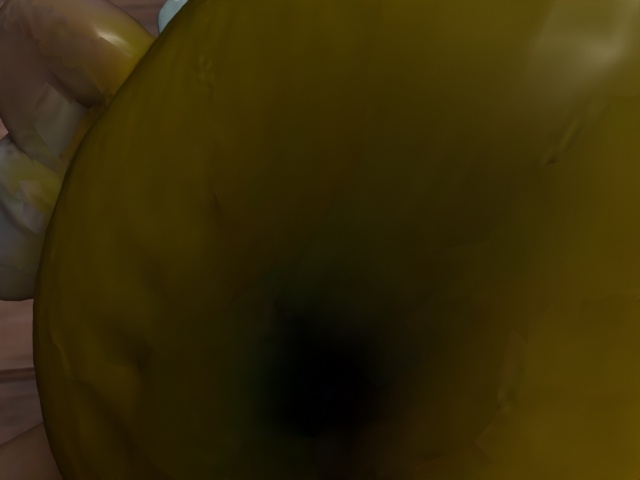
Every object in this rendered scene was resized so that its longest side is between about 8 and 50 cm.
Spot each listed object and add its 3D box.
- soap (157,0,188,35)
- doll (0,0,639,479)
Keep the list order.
[{"bbox_3d":[0.000,0.000,0.721,0.119,0.066,0.198,-2,70,-15],"label":"soap"},{"bbox_3d":[0.015,0.072,0.534,0.348,0.423,0.161,63,35,-18],"label":"doll"}]
